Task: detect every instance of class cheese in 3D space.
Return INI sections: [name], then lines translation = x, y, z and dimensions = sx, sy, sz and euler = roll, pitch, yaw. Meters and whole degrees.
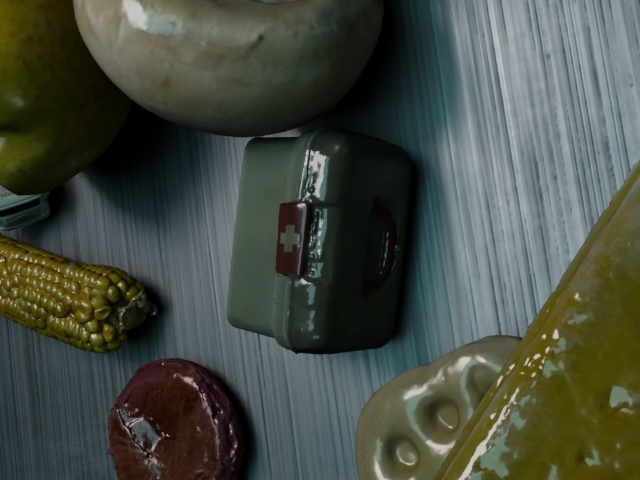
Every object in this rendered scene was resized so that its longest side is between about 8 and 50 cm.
[cheese]
translation = 0.147, 0.190, 0.834
dimensions = 0.235, 0.117, 0.218
euler = 29, 99, 24

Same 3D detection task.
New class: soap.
[soap]
translation = 0.279, 0.132, 0.677
dimensions = 0.293, 0.156, 0.335
euler = 34, 86, 13

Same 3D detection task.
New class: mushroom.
[mushroom]
translation = -0.078, -0.252, 0.861
dimensions = 0.297, 0.297, 0.290
euler = 44, 142, 23

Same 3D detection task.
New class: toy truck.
[toy truck]
translation = -0.386, -0.109, 1.134
dimensions = 0.080, 0.115, 0.178
euler = -21, 76, -18

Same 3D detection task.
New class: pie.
[pie]
translation = -0.160, 0.217, 1.042
dimensions = 0.182, 0.049, 0.182
euler = 0, 89, 34

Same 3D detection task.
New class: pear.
[pear]
translation = -0.305, -0.241, 1.013
dimensions = 0.191, 0.340, 0.386
euler = -25, 47, 4

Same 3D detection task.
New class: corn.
[corn]
translation = -0.335, 0.056, 1.122
dimensions = 0.312, 0.102, 0.102
euler = 13, 94, 32

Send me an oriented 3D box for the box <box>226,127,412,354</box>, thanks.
[box]
translation = 0.000, 0.000, 0.912
dimensions = 0.129, 0.148, 0.210
euler = 7, 91, 40
